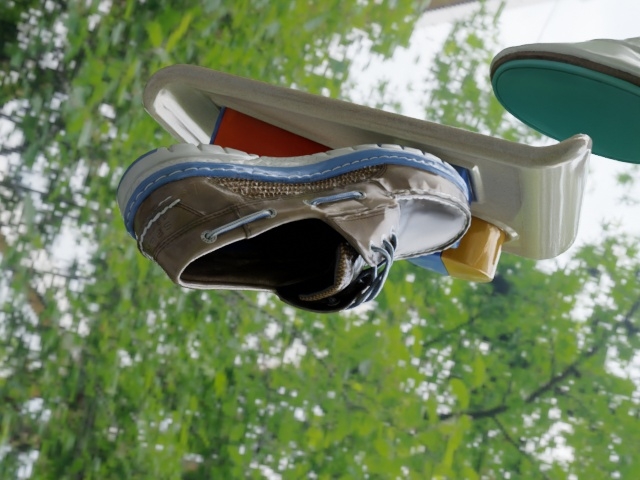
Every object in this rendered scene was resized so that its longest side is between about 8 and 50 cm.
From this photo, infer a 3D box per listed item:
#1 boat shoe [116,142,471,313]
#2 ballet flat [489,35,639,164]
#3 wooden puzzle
[{"bbox_3d":[0.000,0.000,0.467,0.066,0.183,0.066,63,-38,36],"label":"boat shoe"},{"bbox_3d":[0.376,-0.139,1.036,0.400,0.139,0.139,21,-85,22],"label":"ballet flat"},{"bbox_3d":[0.050,-0.039,0.889,0.322,0.347,0.081,49,54,-72],"label":"wooden puzzle"}]
